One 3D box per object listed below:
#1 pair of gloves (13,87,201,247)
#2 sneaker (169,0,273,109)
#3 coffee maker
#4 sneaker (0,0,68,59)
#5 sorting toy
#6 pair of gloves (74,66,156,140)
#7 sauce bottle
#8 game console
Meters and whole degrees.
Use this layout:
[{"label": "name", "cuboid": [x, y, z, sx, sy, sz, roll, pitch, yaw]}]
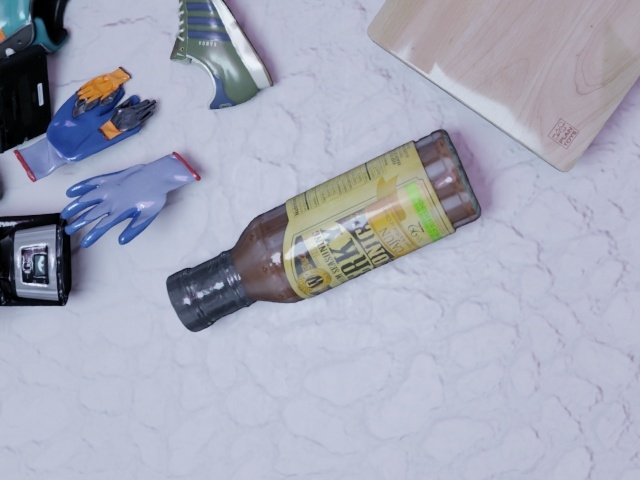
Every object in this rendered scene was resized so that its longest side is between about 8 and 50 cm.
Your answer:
[{"label": "pair of gloves", "cuboid": [-0.240, -0.085, 1.243, 0.159, 0.023, 0.198, -33, 67, -21]}, {"label": "sneaker", "cuboid": [-0.136, -0.232, 1.244, 0.086, 0.064, 0.192, -32, 89, 4]}, {"label": "coffee maker", "cuboid": [-0.370, 0.015, 1.256, 0.178, 0.171, 0.120, -1, 118, -11]}, {"label": "sneaker", "cuboid": [-0.365, -0.228, 1.261, 0.121, 0.108, 0.302, 40, 101, 2]}, {"label": "sorting toy", "cuboid": [0.227, -0.245, 1.174, 0.255, 0.089, 0.257, 36, 97, 7]}, {"label": "pair of gloves", "cuboid": [-0.231, -0.155, 1.264, 0.074, 0.010, 0.083, -36, 70, -23]}, {"label": "sauce bottle", "cuboid": [0.000, 0.000, 1.208, 0.344, 0.111, 0.111, -26, 87, 10]}, {"label": "game console", "cuboid": [-0.365, -0.166, 1.252, 0.107, 0.122, 0.071, -32, 58, -33]}]
